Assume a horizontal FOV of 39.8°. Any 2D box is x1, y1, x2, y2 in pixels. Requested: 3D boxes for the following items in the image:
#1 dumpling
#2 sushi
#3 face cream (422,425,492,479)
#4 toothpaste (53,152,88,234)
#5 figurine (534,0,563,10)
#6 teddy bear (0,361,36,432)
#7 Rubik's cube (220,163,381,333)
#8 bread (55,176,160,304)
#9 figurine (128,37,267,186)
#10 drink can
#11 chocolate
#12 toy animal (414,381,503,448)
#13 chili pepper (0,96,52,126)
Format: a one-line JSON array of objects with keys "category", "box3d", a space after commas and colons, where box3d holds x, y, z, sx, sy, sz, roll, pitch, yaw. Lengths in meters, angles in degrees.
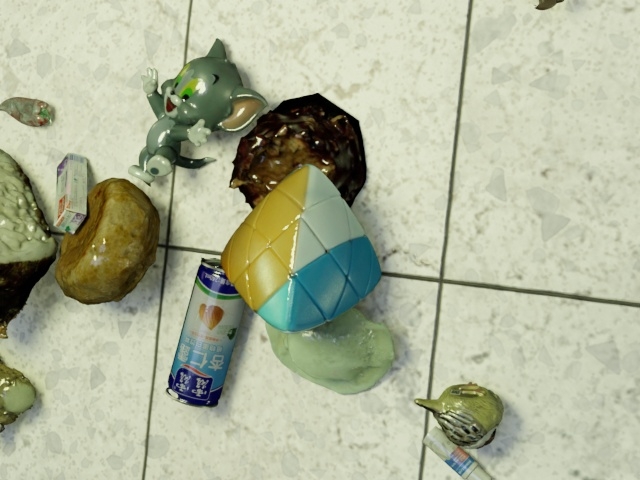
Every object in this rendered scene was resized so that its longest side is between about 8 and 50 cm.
[{"category": "dumpling", "box3d": [0.008, 0.169, 1.385, 0.219, 0.108, 0.153, 7, 91, 24]}, {"category": "sushi", "box3d": [-0.619, -0.018, 1.550, 0.207, 0.234, 0.348, -55, 47, 31]}, {"category": "face cream", "box3d": [0.214, 0.337, 1.338, 0.130, 0.034, 0.034, 41, 103, 17]}, {"category": "toothpaste", "box3d": [-0.435, -0.088, 1.543, 0.047, 0.040, 0.196, -50, 32, 22]}, {"category": "figurine", "box3d": [0.303, -0.446, 1.278, 0.112, 0.137, 0.229, 8, 88, 54]}, {"category": "teddy bear", "box3d": [-0.684, 0.305, 1.638, 0.267, 0.156, 0.256, 28, 96, -10]}, {"category": "Rubik's cube", "box3d": [0.000, 0.000, 1.343, 0.254, 0.254, 0.254, -1, 89, 22]}, {"category": "bread", "box3d": [-0.355, 0.006, 1.497, 0.230, 0.123, 0.230, -40, 36, 38]}, {"category": "figurine", "box3d": [-0.216, -0.190, 1.471, 0.193, 0.140, 0.265, 46, 119, 40]}, {"category": "drink can", "box3d": [-0.184, 0.152, 1.470, 0.097, 0.097, 0.235, 18, 94, 21]}, {"category": "chocolate", "box3d": [-0.053, -0.119, 1.381, 0.206, 0.177, 0.224, 37, 103, 19]}, {"category": "toy animal", "box3d": [0.203, 0.263, 1.303, 0.137, 0.098, 0.098, -4, 87, -13]}, {"category": "chili pepper", "box3d": [-0.547, -0.242, 1.654, 0.153, 0.041, 0.050, 14, 74, 37]}]
